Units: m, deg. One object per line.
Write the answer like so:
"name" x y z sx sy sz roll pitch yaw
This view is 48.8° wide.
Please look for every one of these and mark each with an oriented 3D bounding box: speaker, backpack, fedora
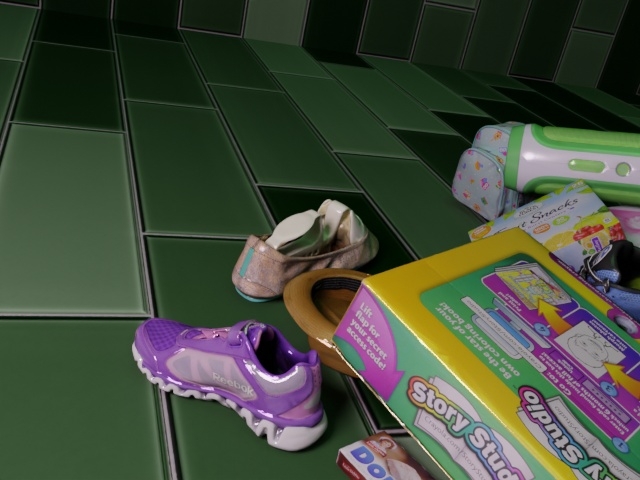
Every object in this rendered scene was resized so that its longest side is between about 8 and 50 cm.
"speaker" 0.471 -0.127 1.198 0.297 0.131 0.131 8 23 18
"backpack" 0.356 -0.136 1.385 0.144 0.188 0.166 -5 32 -33
"fedora" 0.038 0.108 0.869 0.194 0.079 0.194 10 26 -5

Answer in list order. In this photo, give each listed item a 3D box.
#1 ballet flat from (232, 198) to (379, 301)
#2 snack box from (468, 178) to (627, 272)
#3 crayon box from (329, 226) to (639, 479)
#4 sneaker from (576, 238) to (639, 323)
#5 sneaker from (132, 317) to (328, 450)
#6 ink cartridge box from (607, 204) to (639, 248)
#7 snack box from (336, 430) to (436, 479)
"ballet flat" 0.000 0.000 1.042 0.108 0.106 0.316 26 28 26
"snack box" 0.351 0.003 1.110 0.207 0.070 0.174 -25 23 14
"crayon box" 0.243 0.159 0.746 0.313 0.106 0.363 -16 51 -43
"sneaker" 0.363 0.061 0.930 0.330 0.147 0.129 -7 35 30
"sneaker" -0.093 0.124 0.752 0.236 0.104 0.095 21 28 19
"ink cartridge box" 0.498 0.046 1.092 0.330 0.071 0.324 -7 30 -2
"snack box" 0.094 0.252 0.666 0.064 0.022 0.178 -11 35 -37
